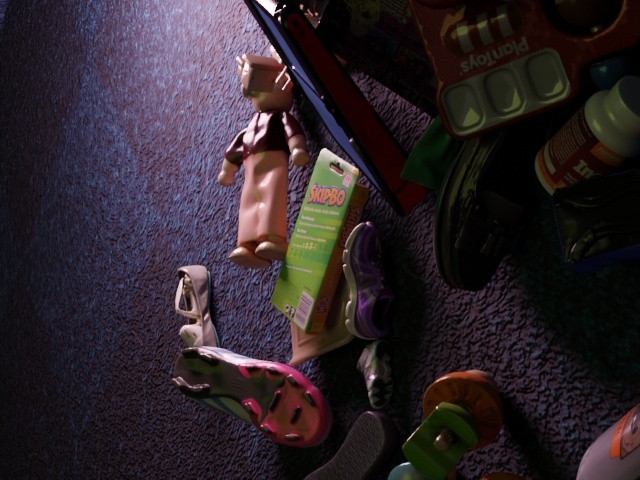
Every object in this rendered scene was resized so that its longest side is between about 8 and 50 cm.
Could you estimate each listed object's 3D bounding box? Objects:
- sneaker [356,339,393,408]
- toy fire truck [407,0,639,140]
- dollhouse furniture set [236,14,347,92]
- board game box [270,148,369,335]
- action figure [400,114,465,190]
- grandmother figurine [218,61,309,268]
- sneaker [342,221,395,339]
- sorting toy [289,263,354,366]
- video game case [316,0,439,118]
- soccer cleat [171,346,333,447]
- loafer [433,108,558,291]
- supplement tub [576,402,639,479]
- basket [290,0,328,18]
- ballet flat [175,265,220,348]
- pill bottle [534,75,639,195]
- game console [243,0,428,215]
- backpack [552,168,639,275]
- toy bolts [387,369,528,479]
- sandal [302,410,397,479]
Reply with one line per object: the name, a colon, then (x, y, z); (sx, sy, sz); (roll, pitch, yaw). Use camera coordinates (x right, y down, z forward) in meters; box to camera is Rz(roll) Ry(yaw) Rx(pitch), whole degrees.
sneaker: (0.074, 0.195, 1.975); (0.069, 0.038, 0.098); (-21, 59, 61)
toy fire truck: (0.245, -0.270, 1.563); (0.302, 0.169, 0.254); (-18, 96, 28)
dollhouse furniture set: (-0.068, -0.311, 2.162); (0.182, 0.161, 0.101); (51, 130, 50)
board game box: (0.000, 0.000, 2.066); (0.124, 0.039, 0.259); (37, 115, 55)
action figure: (0.198, -0.170, 1.727); (0.232, 0.137, 0.063); (-69, 23, 12)
grandmother figurine: (-0.088, -0.130, 2.228); (0.208, 0.104, 0.342); (-9, 69, 34)
sneaker: (0.079, 0.058, 1.971); (0.071, 0.068, 0.170); (3, 98, 46)
sorting toy: (0.005, 0.078, 2.120); (0.193, 0.038, 0.208); (-30, 56, 57)
video game case: (0.124, -0.295, 1.801); (0.232, 0.042, 0.210); (34, 125, 14)
soccer cleat: (-0.088, 0.245, 2.205); (0.331, 0.143, 0.116); (19, 87, 38)
loafer: (0.218, -0.075, 1.676); (0.095, 0.109, 0.302); (29, 109, 54)
supplement tub: (0.394, 0.185, 1.209); (0.338, 0.207, 0.207); (-53, 43, 45)
basket: (0.026, -0.444, 1.964); (0.289, 0.201, 0.254); (47, 129, 41)
ballet flat: (-0.229, 0.147, 2.500); (0.072, 0.068, 0.213); (-39, 54, 54)
pill bottle: (0.311, -0.111, 1.521); (0.152, 0.086, 0.086); (-52, 44, 47)
game console: (-0.003, -0.217, 1.870); (0.060, 0.342, 0.386); (-39, 28, 1)
backpack: (0.324, -0.024, 1.479); (0.120, 0.101, 0.098); (-19, 70, 25)
toy bolts: (0.181, 0.292, 1.717); (0.218, 0.158, 0.228); (43, 124, 4)
sandal: (0.044, 0.352, 2.005); (0.254, 0.054, 0.097); (-52, 49, 32)
